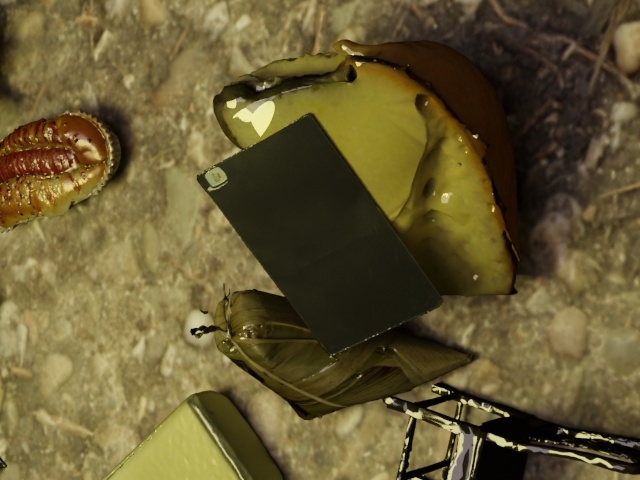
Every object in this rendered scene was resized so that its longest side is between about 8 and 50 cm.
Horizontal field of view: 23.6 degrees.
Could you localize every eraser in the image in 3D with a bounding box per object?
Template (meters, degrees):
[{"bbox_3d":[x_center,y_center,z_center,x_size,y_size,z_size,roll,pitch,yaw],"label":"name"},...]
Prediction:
[{"bbox_3d":[-0.127,0.234,1.443,0.172,0.058,0.117,-45,72,26],"label":"eraser"}]

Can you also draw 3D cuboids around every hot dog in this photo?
[{"bbox_3d":[-0.272,-0.070,1.509,0.192,0.053,0.099,-17,90,34],"label":"hot dog"}]

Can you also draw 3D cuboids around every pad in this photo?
[{"bbox_3d":[0.000,0.000,1.207,0.116,0.004,0.193,-28,109,27],"label":"pad"}]

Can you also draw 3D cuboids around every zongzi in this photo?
[{"bbox_3d":[0.011,0.078,1.281,0.178,0.189,0.081,-13,55,29],"label":"zongzi"}]

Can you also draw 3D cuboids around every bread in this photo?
[{"bbox_3d":[0.064,-0.069,1.243,0.204,0.162,0.262,-3,135,31],"label":"bread"}]

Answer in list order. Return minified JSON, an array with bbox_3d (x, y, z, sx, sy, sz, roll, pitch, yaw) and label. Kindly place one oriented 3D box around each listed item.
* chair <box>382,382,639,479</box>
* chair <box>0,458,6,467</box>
[{"bbox_3d":[0.160,0.193,1.235,0.229,0.106,0.113,16,102,31],"label":"chair"},{"bbox_3d":[-0.358,0.201,1.596,0.086,0.037,0.042,49,128,23],"label":"chair"}]
